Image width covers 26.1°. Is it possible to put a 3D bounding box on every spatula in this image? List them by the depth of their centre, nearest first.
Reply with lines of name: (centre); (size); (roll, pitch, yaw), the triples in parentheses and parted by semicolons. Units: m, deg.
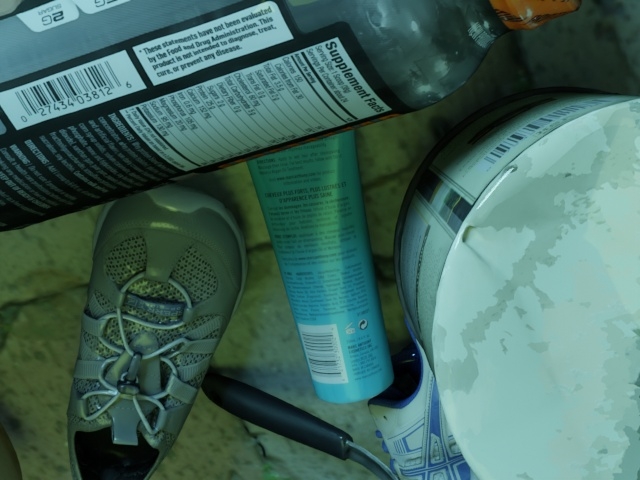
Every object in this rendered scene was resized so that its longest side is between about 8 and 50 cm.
spatula: (0.032, 0.159, 0.945); (0.296, 0.030, 0.084); (26, 141, 30)

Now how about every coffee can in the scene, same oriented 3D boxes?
coffee can: (0.144, 0.025, 0.697); (0.201, 0.275, 0.202); (0, 97, 0)

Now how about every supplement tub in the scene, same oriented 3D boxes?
supplement tub: (-0.061, -0.137, 0.660); (0.337, 0.207, 0.207); (-16, 129, 18)

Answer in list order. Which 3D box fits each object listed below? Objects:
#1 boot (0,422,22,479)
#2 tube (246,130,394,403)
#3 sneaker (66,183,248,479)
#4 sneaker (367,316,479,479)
boot: (-0.381, 0.132, 1.015); (0.211, 0.104, 0.295); (-23, 121, 30)
tube: (0.000, 0.000, 0.861); (0.080, 0.052, 0.207); (-9, 110, 10)
sneaker: (-0.113, 0.082, 0.922); (0.105, 0.115, 0.281); (10, 132, -4)
sneaker: (0.092, 0.132, 0.976); (0.131, 0.112, 0.296); (26, 134, 11)
